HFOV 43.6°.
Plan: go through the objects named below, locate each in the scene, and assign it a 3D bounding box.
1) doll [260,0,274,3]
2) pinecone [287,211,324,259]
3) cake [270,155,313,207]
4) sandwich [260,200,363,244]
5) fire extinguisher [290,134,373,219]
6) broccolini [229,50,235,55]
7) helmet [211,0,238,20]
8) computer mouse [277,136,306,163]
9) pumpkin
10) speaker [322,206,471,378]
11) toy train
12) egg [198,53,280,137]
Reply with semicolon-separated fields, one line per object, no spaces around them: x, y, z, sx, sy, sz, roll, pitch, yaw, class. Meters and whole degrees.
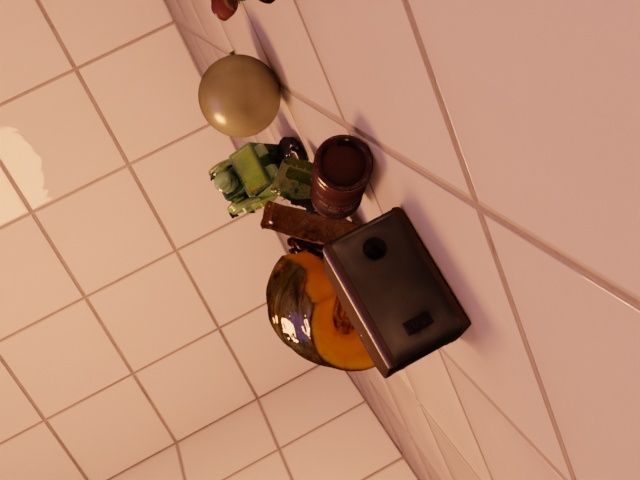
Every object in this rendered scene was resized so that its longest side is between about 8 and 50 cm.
-0.145;-0.479;1.263;0.258;0.195;0.153;17;177;45;doll
0.000;0.000;1.968;0.173;0.173;0.173;61;173;12;pinecone
-0.040;-0.129;1.796;0.099;0.100;0.235;24;-179;-13;cake
-0.021;-0.033;1.757;0.186;0.215;0.065;-146;69;-82;sandwich
0.014;-0.098;1.484;0.344;0.138;0.102;107;160;-80;fire extinguisher
-0.206;-0.440;2.285;0.042;0.044;0.218;-70;-41;-78;broccolini
-0.213;-0.544;1.813;0.065;0.049;0.084;24;-126;-45;helmet
-0.075;-0.214;2.033;0.099;0.057;0.172;64;176;5;computer mouse
0.035;0.163;1.833;0.225;0.303;0.256;-140;50;-56;pumpkin
0.120;0.091;1.352;0.231;0.153;0.192;61;174;15;speaker
-0.169;-0.169;2.134;0.159;0.188;0.272;62;-156;8;toy train
-0.186;-0.332;1.852;0.188;0.188;0.254;63;180;-3;egg
